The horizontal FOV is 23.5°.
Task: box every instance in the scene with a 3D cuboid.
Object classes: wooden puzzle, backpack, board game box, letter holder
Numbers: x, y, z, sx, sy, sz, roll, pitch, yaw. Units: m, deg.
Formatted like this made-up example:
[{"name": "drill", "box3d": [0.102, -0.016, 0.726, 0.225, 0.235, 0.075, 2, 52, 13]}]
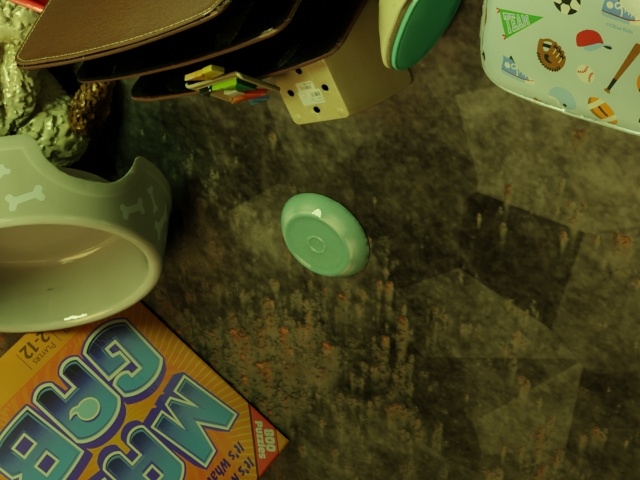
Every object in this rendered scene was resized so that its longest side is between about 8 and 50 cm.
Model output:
[{"name": "wooden puzzle", "box3d": [-0.087, -0.150, 1.527, 0.078, 0.116, 0.014, -9, 77, 42]}, {"name": "backpack", "box3d": [0.259, -0.229, 1.275, 0.276, 0.213, 0.263, 19, 124, 27]}, {"name": "board game box", "box3d": [-0.337, 0.328, 2.075, 0.356, 0.356, 0.356, 43, 138, -2]}, {"name": "letter holder", "box3d": [-0.129, -0.217, 1.535, 0.302, 0.214, 0.152, -7, 136, 41]}]

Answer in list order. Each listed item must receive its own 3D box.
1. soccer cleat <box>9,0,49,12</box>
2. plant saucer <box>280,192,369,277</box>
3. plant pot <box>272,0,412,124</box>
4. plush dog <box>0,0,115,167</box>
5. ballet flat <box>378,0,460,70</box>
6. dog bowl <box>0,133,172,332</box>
[{"name": "soccer cleat", "box3d": [-0.366, -0.338, 1.705, 0.318, 0.116, 0.109, 30, 137, 12]}, {"name": "plant saucer", "box3d": [0.000, 0.000, 1.793, 0.119, 0.021, 0.119, 21, 135, 22]}, {"name": "plant pot", "box3d": [0.010, -0.178, 1.576, 0.109, 0.096, 0.109, -5, 121, 39]}, {"name": "plush dog", "box3d": [-0.374, -0.160, 1.838, 0.225, 0.211, 0.262, 32, 148, -32]}, {"name": "ballet flat", "box3d": [0.104, -0.268, 1.453, 0.086, 0.086, 0.248, 36, 137, 6]}, {"name": "dog bowl", "box3d": [-0.345, 0.005, 1.837, 0.348, 0.102, 0.349, -7, 154, -3]}]
